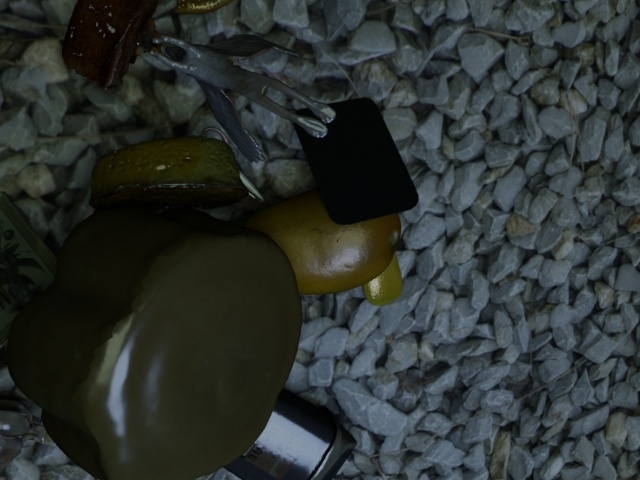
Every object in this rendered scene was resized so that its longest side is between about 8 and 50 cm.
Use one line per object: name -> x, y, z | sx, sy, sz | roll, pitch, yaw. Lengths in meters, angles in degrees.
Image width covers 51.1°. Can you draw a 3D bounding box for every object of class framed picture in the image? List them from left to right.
framed picture -> -0.545, 0.047, 1.138 | 0.173, 0.010, 0.231 | -44, 72, -4

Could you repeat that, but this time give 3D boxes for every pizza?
pizza -> -0.196, -0.476, 1.180 | 0.178, 0.041, 0.131 | -23, 107, -11

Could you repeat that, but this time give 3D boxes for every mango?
mango -> 0.000, 0.000, 1.292 | 0.317, 0.173, 0.211 | -9, 104, -8

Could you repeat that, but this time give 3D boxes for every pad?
pad -> 0.064, -0.156, 1.267 | 0.181, 0.004, 0.267 | -14, 65, -14

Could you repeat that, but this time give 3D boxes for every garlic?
garlic -> -0.574, 0.363, 1.232 | 0.194, 0.127, 0.131 | 37, 87, -41

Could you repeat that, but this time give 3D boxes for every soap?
soap -> 0.125, 0.058, 1.414 | 0.089, 0.033, 0.168 | -18, 107, -15

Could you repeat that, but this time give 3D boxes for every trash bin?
trash bin -> -0.087, 0.408, 1.360 | 0.290, 0.182, 0.209 | 36, 91, -16

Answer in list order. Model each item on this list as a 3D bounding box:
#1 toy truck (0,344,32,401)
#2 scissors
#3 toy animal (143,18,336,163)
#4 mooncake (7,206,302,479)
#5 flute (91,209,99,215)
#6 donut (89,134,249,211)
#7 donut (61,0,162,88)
toy truck -> -0.501, 0.199, 1.200 | 0.165, 0.147, 0.224 | -13, 110, 0
scissors -> -0.173, -0.134, 1.280 | 0.085, 0.022, 0.176 | -45, 108, 1
toy animal -> -0.157, -0.261, 1.116 | 0.302, 0.284, 0.225 | 21, 98, -22
mooncake -> -0.254, 0.169, 1.118 | 0.467, 0.262, 0.467 | -20, 117, -48
flute -> -0.432, 0.050, 1.157 | 0.014, 0.014, 0.269 | 28, 52, -21
donut -> -0.263, -0.113, 1.151 | 0.272, 0.272, 0.107 | -6, 84, -16
donut -> -0.345, -0.369, 1.115 | 0.126, 0.144, 0.186 | 25, 121, -1
